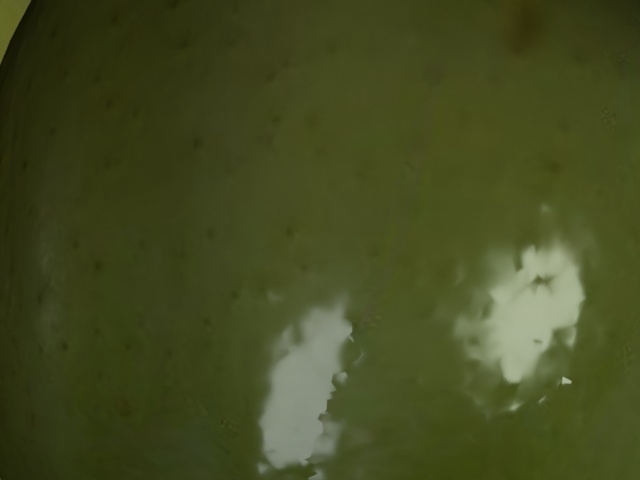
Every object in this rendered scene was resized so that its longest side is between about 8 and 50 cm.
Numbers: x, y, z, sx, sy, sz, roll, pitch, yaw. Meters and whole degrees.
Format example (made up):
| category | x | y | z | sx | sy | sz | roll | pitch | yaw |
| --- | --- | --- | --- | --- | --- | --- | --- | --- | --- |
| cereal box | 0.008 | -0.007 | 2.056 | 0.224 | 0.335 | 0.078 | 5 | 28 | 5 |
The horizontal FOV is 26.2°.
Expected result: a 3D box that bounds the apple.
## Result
| category | x | y | z | sx | sy | sz | roll | pitch | yaw |
| --- | --- | --- | --- | --- | --- | --- | --- | --- | --- |
| apple | 0.000 | 0.000 | 0.610 | 0.312 | 0.360 | 0.320 | 8 | 162 | -9 |
